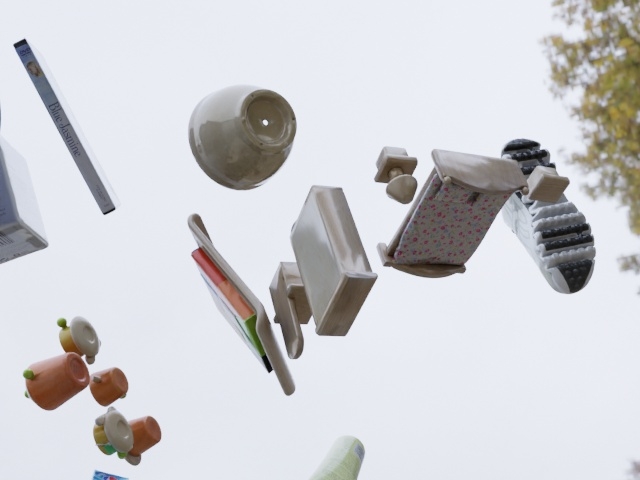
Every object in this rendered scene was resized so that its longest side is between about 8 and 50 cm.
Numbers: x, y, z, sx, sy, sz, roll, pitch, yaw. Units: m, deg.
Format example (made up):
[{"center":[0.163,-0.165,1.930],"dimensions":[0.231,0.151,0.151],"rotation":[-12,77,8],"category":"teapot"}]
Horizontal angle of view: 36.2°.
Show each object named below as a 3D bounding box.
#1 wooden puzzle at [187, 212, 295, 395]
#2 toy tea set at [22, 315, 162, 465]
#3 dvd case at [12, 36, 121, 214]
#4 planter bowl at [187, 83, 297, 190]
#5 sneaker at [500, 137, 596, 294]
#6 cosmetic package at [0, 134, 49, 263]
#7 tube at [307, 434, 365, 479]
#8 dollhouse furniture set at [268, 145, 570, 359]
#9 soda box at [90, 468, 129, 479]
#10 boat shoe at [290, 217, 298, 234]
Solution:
[{"center":[-0.123,0.100,1.456],"dimensions":[0.044,0.238,0.221],"rotation":[-30,-36,-10],"category":"wooden puzzle"},{"center":[-0.448,0.320,1.890],"dimensions":[0.124,0.200,0.336],"rotation":[-26,-72,15],"category":"toy tea set"},{"center":[-0.349,-0.154,1.370],"dimensions":[0.022,0.253,0.180],"rotation":[-28,8,-6],"category":"dvd case"},{"center":[-0.102,-0.166,1.464],"dimensions":[0.162,0.162,0.109],"rotation":[16,-20,-29],"category":"planter bowl"},{"center":[0.370,-0.029,1.650],"dimensions":[0.110,0.292,0.118],"rotation":[-4,-32,-19],"category":"sneaker"},{"center":[-0.578,-0.065,1.673],"dimensions":[0.151,0.183,0.151],"rotation":[-19,-18,-1],"category":"cosmetic package"},{"center":[0.025,0.387,1.599],"dimensions":[0.070,0.062,0.240],"rotation":[-3,8,11],"category":"tube"},{"center":[0.148,0.045,1.353],"dimensions":[0.356,0.173,0.303],"rotation":[5,-45,-23],"category":"dollhouse furniture set"},{"center":[-0.408,0.525,1.752],"dimensions":[0.067,0.210,0.071],"rotation":[18,4,-10],"category":"soda box"},{"center":[0.000,0.000,1.695],"dimensions":[0.065,0.083,0.183],"rotation":[31,-30,24],"category":"boat shoe"}]
